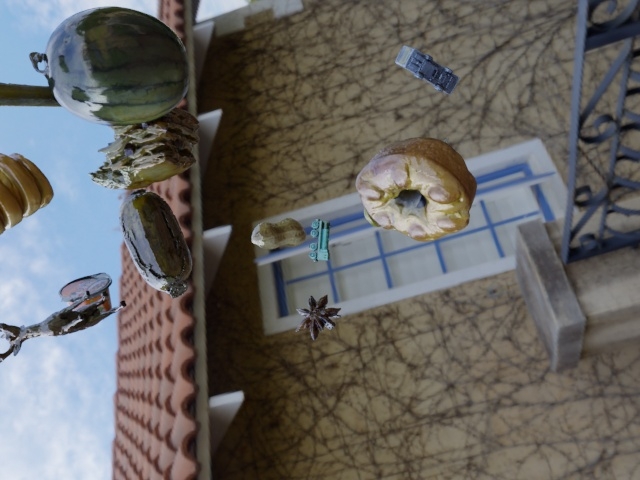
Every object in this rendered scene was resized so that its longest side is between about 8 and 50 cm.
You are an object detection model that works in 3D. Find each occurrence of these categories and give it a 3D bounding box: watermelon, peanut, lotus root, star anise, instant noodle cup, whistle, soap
[{"bbox_3d":[-0.496,-0.414,1.500,0.279,0.359,0.278,31,126,54],"label":"watermelon"},{"bbox_3d":[-0.156,-0.026,2.435,0.274,0.125,0.111,-10,-120,-48],"label":"peanut"},{"bbox_3d":[-0.569,0.013,2.178,0.397,0.196,0.179,66,171,-2],"label":"lotus root"},{"bbox_3d":[-0.015,0.252,2.080,0.057,0.168,0.168,75,-178,-55],"label":"star anise"},{"bbox_3d":[-0.803,0.212,2.171,0.208,0.178,0.125,-35,-54,-48],"label":"instant noodle cup"},{"bbox_3d":[-0.727,-0.367,1.594,0.326,0.068,0.057,-18,-93,-55],"label":"whistle"},{"bbox_3d":[0.160,-0.104,1.904,0.089,0.045,0.140,38,-145,-37],"label":"soap"}]

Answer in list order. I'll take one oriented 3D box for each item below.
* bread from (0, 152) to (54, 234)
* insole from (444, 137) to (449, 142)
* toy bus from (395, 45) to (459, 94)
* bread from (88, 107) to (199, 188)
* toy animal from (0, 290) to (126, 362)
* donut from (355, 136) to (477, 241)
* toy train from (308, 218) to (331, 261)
[{"bbox_3d":[-0.721,-0.072,1.292,0.311,0.173,0.121,-45,-21,-35],"label":"bread"},{"bbox_3d":[0.347,-0.256,2.005,0.080,0.003,0.232,-57,4,-33],"label":"insole"},{"bbox_3d":[0.287,-0.456,1.678,0.190,0.064,0.075,17,-165,-41],"label":"toy bus"},{"bbox_3d":[-0.558,-0.268,1.968,0.191,0.370,0.314,62,-167,3],"label":"bread"},{"bbox_3d":[-0.592,0.194,1.398,0.243,0.260,0.087,12,-127,-61],"label":"toy animal"},{"bbox_3d":[0.250,-0.133,1.628,0.150,0.317,0.299,-57,-28,-27],"label":"donut"},{"bbox_3d":[0.000,0.000,1.310,0.029,0.045,0.092,24,-110,-76],"label":"toy train"}]
